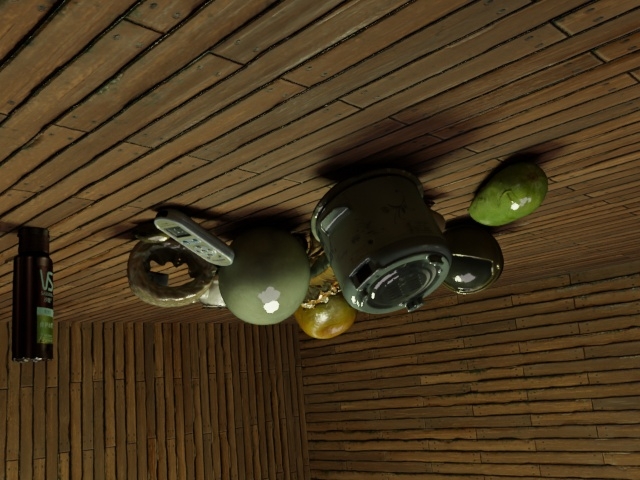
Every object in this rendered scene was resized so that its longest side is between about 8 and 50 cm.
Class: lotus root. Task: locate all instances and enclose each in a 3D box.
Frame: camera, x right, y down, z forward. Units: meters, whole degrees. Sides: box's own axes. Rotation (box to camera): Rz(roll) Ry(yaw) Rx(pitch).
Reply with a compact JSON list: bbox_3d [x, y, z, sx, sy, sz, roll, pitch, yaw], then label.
[{"bbox_3d":[-0.427,-0.019,1.612,0.099,0.054,0.049,-5,147,-5],"label":"lotus root"}]

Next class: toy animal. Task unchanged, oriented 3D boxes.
[{"bbox_3d":[-0.328,0.174,2.288,0.208,0.154,0.325,4,176,6],"label":"toy animal"}]

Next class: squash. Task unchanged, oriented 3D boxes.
[{"bbox_3d":[0.428,-0.092,1.508,0.118,0.118,0.370,-4,169,-7],"label":"squash"}]

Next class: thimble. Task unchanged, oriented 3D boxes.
[{"bbox_3d":[-0.408,0.083,1.727,0.229,0.196,0.148,25,162,-11],"label":"thimble"}]

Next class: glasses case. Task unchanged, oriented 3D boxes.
[{"bbox_3d":[0.230,-0.079,1.599,0.102,0.070,0.193,10,174,40],"label":"glasses case"}]

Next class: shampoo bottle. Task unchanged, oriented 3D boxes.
[{"bbox_3d":[-0.703,0.133,1.558,0.084,0.323,0.129,-6,166,5],"label":"shampoo bottle"}]

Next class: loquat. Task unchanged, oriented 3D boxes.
[{"bbox_3d":[0.014,0.250,2.553,0.276,0.276,0.284,-8,149,10],"label":"loquat"}]

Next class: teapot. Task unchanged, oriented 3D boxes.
[{"bbox_3d":[-0.609,0.167,2.262,0.087,0.096,0.177,-10,166,21],"label":"teapot"}]

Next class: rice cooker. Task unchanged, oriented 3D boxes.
[{"bbox_3d":[0.126,-0.008,1.372,0.316,0.317,0.264,6,137,-40],"label":"rice cooker"}]

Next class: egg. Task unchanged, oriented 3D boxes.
[{"bbox_3d":[-0.156,0.099,1.765,0.258,0.258,0.352,-2,159,-16],"label":"egg"}]

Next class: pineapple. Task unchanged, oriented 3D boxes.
[{"bbox_3d":[-0.013,0.131,2.253,0.236,0.186,0.114,-47,164,-8],"label":"pineapple"}]

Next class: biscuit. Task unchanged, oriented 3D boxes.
[{"bbox_3d":[0.000,0.000,1.820,0.118,0.061,0.183,-37,174,-5],"label":"biscuit"}]

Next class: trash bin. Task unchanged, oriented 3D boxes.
[{"bbox_3d":[0.464,0.062,1.988,0.214,0.214,0.334,-10,171,19],"label":"trash bin"}]

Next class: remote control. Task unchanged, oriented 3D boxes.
[{"bbox_3d":[-0.307,-0.007,1.571,0.087,0.047,0.244,-4,149,38],"label":"remote control"}]

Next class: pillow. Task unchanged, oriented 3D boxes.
[{"bbox_3d":[0.117,0.025,1.782,0.312,0.119,0.310,-27,178,-21],"label":"pillow"}]

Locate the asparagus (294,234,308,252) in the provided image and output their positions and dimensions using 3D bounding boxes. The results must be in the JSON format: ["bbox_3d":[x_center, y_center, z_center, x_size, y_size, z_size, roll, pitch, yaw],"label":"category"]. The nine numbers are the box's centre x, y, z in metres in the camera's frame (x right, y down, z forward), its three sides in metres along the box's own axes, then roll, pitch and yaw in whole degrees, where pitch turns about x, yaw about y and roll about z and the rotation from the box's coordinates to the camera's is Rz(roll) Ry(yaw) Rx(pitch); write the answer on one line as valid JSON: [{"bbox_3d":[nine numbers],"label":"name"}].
[{"bbox_3d":[-0.073,0.040,2.003,0.067,0.060,0.278,7,167,0],"label":"asparagus"}]
